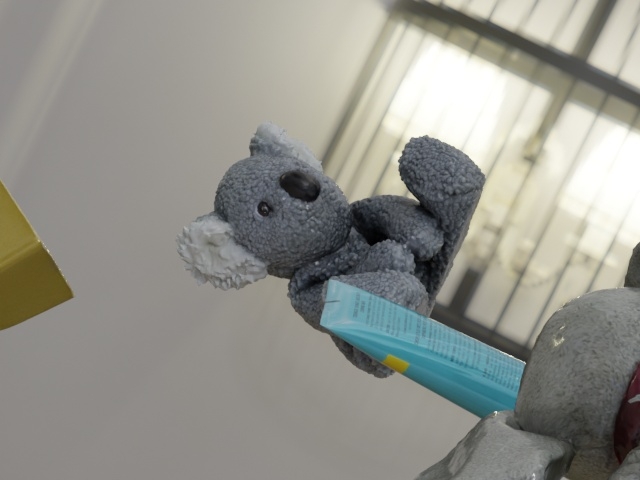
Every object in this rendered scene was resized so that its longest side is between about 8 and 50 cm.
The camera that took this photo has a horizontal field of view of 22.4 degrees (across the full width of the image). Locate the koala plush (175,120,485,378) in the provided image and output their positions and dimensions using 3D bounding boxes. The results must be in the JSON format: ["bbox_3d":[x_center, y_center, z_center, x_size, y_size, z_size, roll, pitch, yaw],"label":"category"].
[{"bbox_3d":[0.000,0.000,1.409,0.221,0.196,0.203,26,-26,9],"label":"koala plush"}]

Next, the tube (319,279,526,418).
[{"bbox_3d":[0.095,0.088,1.120,0.207,0.052,0.080,28,15,-6],"label":"tube"}]

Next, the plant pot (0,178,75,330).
[{"bbox_3d":[-0.212,0.011,0.978,0.081,0.083,0.081,53,-11,25],"label":"plant pot"}]

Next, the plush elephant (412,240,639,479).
[{"bbox_3d":[0.202,0.121,0.843,0.330,0.272,0.255,57,-10,-19],"label":"plush elephant"}]
